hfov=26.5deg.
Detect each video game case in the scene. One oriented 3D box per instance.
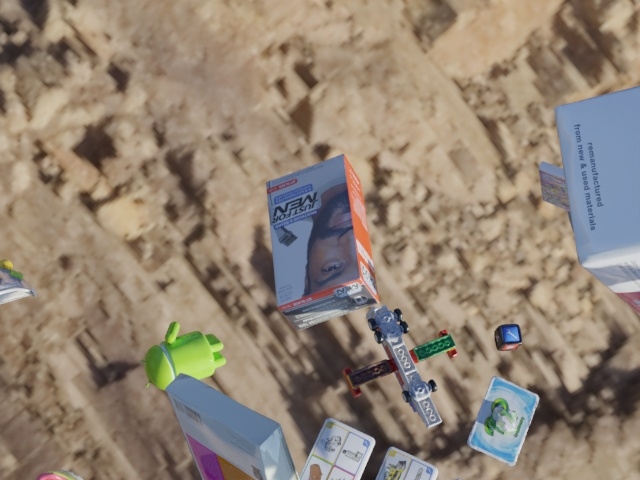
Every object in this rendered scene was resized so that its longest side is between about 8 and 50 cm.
[{"bbox_3d":[0.282,-0.049,1.486,0.087,0.011,0.122,23,-9,16],"label":"video game case"}]

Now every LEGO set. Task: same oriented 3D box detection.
[{"bbox_3d":[0.100,0.169,1.281,0.183,0.060,0.244,25,66,0],"label":"LEGO set"}]

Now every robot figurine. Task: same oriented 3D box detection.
[{"bbox_3d":[-0.191,0.165,1.870,0.115,0.101,0.067,-18,28,-21],"label":"robot figurine"}]

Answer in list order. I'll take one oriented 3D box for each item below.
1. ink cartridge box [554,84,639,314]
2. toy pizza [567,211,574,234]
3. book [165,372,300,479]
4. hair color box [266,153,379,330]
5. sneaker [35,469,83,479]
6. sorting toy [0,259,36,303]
[{"bbox_3d":[0.276,-0.036,0.785,0.172,0.237,0.100,28,53,-63],"label":"ink cartridge box"},{"bbox_3d":[0.381,-0.020,1.741,0.201,0.032,0.201,28,49,-39],"label":"toy pizza"},{"bbox_3d":[-0.060,0.169,1.008,0.096,0.144,0.035,25,55,33],"label":"book"},{"bbox_3d":[0.000,0.000,1.390,0.053,0.093,0.167,53,22,-48],"label":"hair color box"},{"bbox_3d":[-0.276,0.353,1.617,0.208,0.081,0.094,41,-13,19],"label":"sneaker"},{"bbox_3d":[-0.321,0.050,1.349,0.083,0.075,0.044,-17,105,-23],"label":"sorting toy"}]
